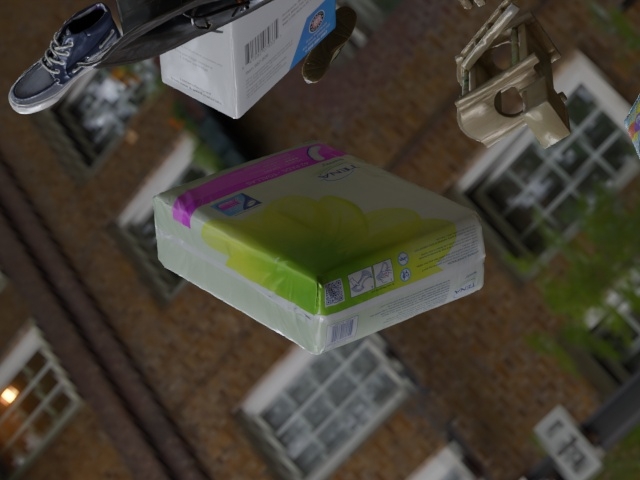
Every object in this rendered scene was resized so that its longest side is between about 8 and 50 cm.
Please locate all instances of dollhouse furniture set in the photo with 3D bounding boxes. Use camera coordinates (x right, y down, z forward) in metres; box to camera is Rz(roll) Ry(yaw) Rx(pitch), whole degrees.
[{"bbox_3d":[0.147,-0.175,1.542,0.161,0.101,0.182,51,-158,-21],"label":"dollhouse furniture set"}]

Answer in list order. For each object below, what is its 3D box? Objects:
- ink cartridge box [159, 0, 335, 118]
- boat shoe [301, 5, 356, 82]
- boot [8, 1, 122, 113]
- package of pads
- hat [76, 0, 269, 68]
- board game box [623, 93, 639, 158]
[{"bbox_3d":[-0.115,-0.439,2.548,0.166,0.395,0.285,27,-127,22],"label":"ink cartridge box"},{"bbox_3d":[0.010,-0.344,2.869,0.056,0.152,0.049,35,172,-8],"label":"boat shoe"},{"bbox_3d":[-0.369,-0.262,2.308,0.069,0.190,0.086,44,165,24],"label":"boot"},{"bbox_3d":[0.000,0.000,1.698,0.229,0.101,0.296,-20,-149,-32],"label":"package of pads"},{"bbox_3d":[-0.182,-0.335,2.110,0.134,0.331,0.331,67,-156,-4],"label":"hat"},{"bbox_3d":[0.510,-0.119,1.838,0.275,0.144,0.142,8,-138,-19],"label":"board game box"}]
